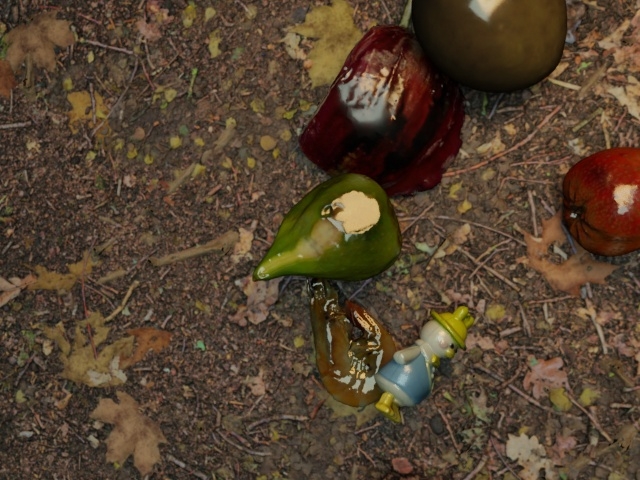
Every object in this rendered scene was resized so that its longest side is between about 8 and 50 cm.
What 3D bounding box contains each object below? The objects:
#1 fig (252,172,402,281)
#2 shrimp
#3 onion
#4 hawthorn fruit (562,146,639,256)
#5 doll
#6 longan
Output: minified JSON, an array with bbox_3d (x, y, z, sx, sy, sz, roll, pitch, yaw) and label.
[{"bbox_3d":[0.000,0.000,1.152,0.275,0.206,0.206,-26,85,2],"label":"fig"},{"bbox_3d":[0.056,0.171,1.222,0.152,0.063,0.287,-13,90,9],"label":"shrimp"},{"bbox_3d":[0.131,-0.232,1.170,0.280,0.146,0.314,32,92,5],"label":"onion"},{"bbox_3d":[0.512,-0.071,1.089,0.201,0.179,0.179,-20,86,-11],"label":"hawthorn fruit"},{"bbox_3d":[0.183,0.212,1.165,0.241,0.099,0.135,-46,108,-5],"label":"doll"},{"bbox_3d":[0.286,-0.386,1.090,0.243,0.300,0.300,-19,85,51],"label":"longan"}]
